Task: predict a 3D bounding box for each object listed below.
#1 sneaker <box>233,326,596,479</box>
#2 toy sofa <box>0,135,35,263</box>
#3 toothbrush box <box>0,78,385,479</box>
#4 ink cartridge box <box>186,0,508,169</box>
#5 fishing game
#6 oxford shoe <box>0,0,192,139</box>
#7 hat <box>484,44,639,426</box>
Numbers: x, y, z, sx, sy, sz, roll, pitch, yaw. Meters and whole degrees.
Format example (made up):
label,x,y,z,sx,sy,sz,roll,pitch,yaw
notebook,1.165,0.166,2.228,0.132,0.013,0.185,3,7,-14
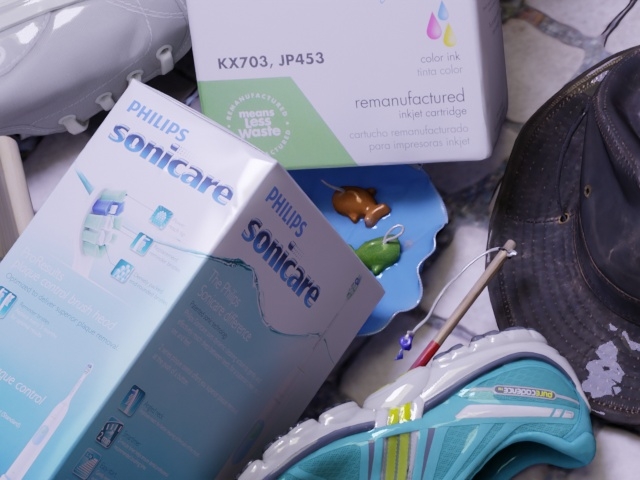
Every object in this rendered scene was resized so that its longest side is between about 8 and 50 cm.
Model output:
label,x,y,z,sx,sy,sz,roll,pitch,yaw
sneaker,0.045,0.154,1.243,0.275,0.107,0.110,-28,66,-4
toy sofa,-0.371,0.040,1.364,0.363,0.177,0.150,-19,62,2
toothbrush box,-0.115,0.085,1.223,0.126,0.216,0.295,31,82,29
ink cartridge box,0.009,-0.233,1.350,0.207,0.353,0.119,-3,18,14
fishing game,0.000,0.000,1.377,0.264,0.041,0.189,26,67,37
oxford shoe,-0.181,-0.154,1.498,0.449,0.130,0.169,-24,15,-15
hat,0.253,-0.041,1.298,0.331,0.134,0.331,-6,55,9
